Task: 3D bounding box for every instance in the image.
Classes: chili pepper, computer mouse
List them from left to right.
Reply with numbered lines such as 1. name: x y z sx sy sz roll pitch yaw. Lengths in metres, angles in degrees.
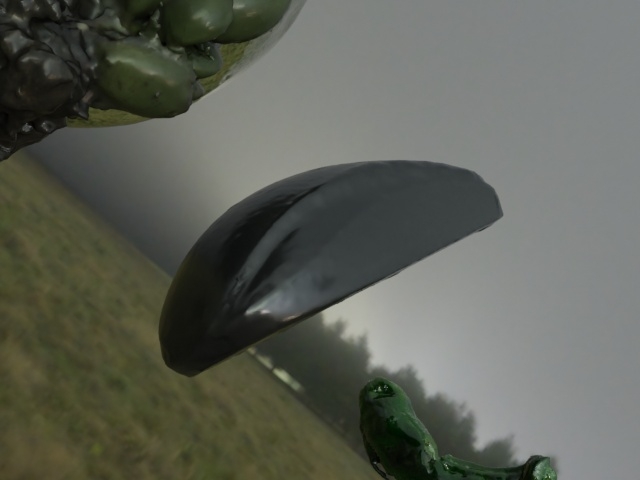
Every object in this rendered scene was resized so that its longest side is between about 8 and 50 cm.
1. computer mouse: 0.000 0.000 0.674 0.137 0.270 0.086 -30 -96 44
2. chili pepper: 0.093 0.168 0.825 0.182 0.073 0.050 23 -16 38

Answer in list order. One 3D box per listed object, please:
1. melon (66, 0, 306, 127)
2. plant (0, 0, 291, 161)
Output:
1. melon: -0.105 -0.208 0.607 0.249 0.329 0.248 12 -40 11
2. plant: -0.094 -0.075 0.408 0.085 0.174 0.087 32 -47 54
